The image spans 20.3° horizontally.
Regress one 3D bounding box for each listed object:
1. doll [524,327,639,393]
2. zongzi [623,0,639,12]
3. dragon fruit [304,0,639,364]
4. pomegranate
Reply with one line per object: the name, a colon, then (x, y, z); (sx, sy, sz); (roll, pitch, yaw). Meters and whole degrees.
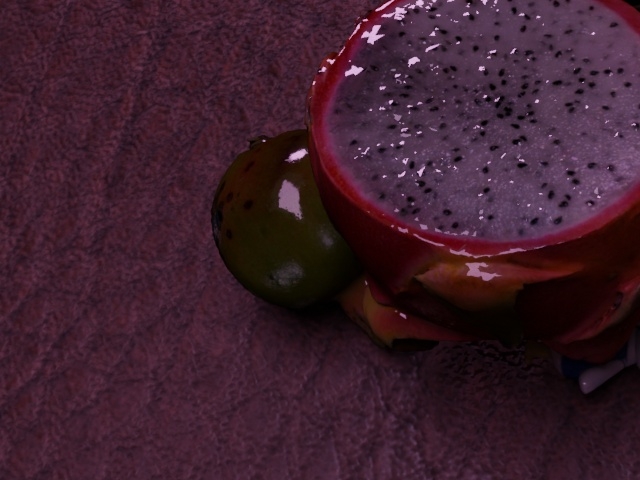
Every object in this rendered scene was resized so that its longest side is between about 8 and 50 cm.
doll: (0.234, 0.083, 1.412); (0.143, 0.057, 0.099); (3, 46, 15)
zongzi: (0.256, -0.279, 1.452); (0.134, 0.286, 0.288); (2, 60, 12)
dragon fruit: (0.142, -0.033, 1.335); (0.305, 0.226, 0.305); (-4, 54, 5)
pomegranate: (0.000, 0.000, 1.473); (0.159, 0.159, 0.205); (-41, 87, -6)
